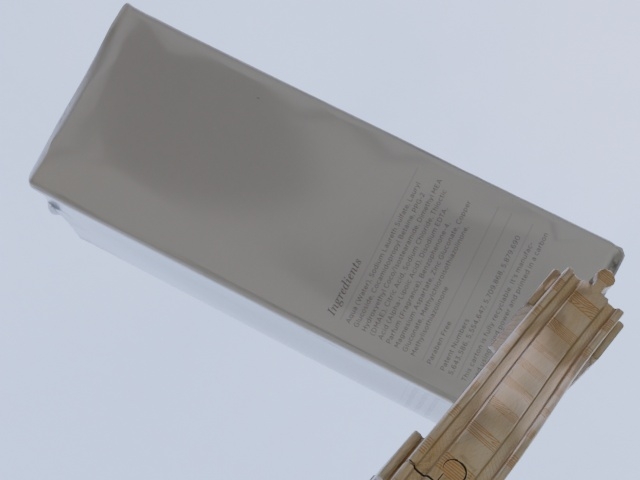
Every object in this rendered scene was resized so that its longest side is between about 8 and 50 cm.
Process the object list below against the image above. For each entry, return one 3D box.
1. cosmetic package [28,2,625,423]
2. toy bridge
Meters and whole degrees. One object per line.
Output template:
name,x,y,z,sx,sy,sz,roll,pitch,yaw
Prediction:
cosmetic package,0.000,0.000,1.093,0.385,0.217,0.156,28,-99,3
toy bridge,0.019,0.065,0.337,0.026,0.063,0.188,40,-123,7
